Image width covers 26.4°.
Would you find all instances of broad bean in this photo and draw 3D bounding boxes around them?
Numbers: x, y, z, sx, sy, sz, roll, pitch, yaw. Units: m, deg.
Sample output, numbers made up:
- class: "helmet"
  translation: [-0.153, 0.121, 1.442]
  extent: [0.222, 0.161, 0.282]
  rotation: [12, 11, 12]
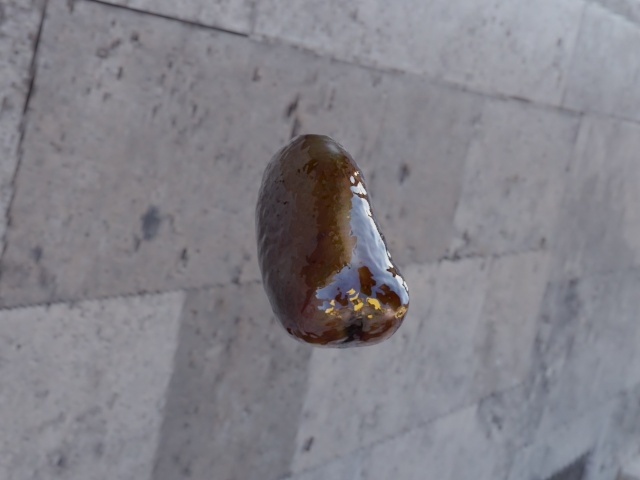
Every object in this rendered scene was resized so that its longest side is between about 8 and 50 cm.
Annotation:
- class: "broad bean"
  translation: [0.000, 0.000, 0.877]
  extent: [0.114, 0.084, 0.165]
  rotation: [-56, -144, 43]
